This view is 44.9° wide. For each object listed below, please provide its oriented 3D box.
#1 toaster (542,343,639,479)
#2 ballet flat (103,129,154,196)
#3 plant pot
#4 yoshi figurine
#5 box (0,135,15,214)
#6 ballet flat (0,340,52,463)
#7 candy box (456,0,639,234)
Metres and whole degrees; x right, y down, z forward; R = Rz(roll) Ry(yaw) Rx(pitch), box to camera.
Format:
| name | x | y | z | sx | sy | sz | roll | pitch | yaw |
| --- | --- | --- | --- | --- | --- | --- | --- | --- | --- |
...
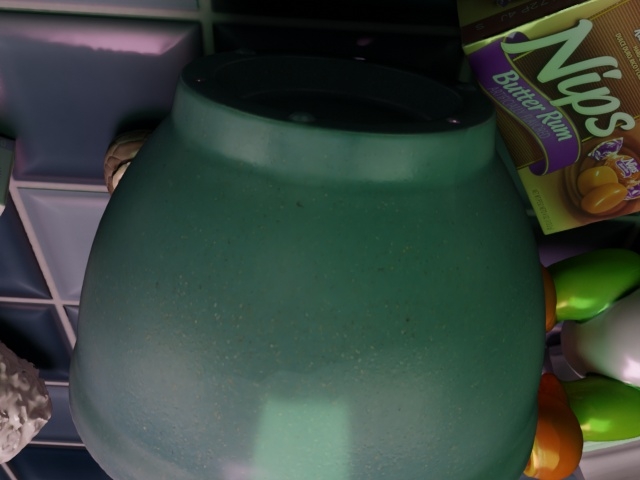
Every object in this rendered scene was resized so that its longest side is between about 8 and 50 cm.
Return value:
| name | x | y | z | sx | sy | sz | roll | pitch | yaw |
| --- | --- | --- | --- | --- | --- | --- | --- | --- | --- |
| toaster | 0.300 | 0.167 | 0.743 | 0.146 | 0.129 | 0.227 | -17 | 135 | 18 |
| ballet flat | -0.105 | 0.012 | 0.623 | 0.084 | 0.058 | 0.250 | -3 | 142 | 10 |
| plant pot | 0.000 | 0.000 | 0.459 | 0.293 | 0.293 | 0.196 | 5 | 115 | -3 |
| yoshi figurine | 0.311 | 0.068 | 0.561 | 0.362 | 0.203 | 0.204 | -7 | 131 | -5 |
| box | -0.368 | -0.074 | 0.488 | 0.324 | 0.063 | 0.067 | 17 | 141 | -31 |
| ballet flat | -0.415 | 0.097 | 0.674 | 0.409 | 0.147 | 0.147 | 29 | 135 | -30 |
| candy box | 0.168 | -0.088 | 0.487 | 0.109 | 0.053 | 0.187 | -15 | 139 | 22 |
